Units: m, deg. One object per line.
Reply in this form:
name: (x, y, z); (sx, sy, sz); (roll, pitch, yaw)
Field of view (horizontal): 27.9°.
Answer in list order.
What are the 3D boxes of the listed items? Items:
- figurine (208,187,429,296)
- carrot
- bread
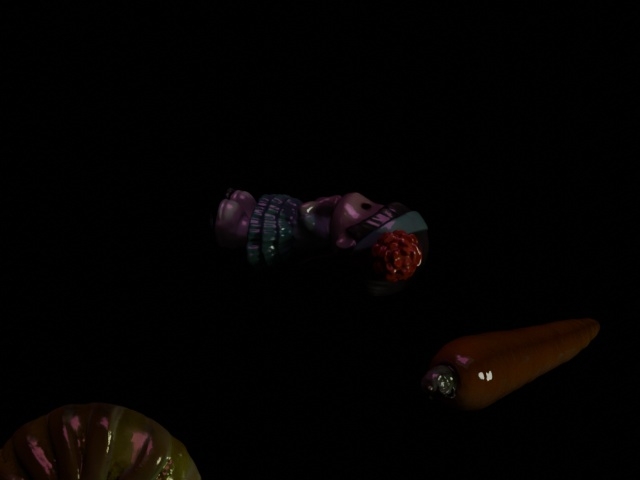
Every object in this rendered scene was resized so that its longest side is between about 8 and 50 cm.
figurine: (0.000, 0.000, 1.417); (0.245, 0.110, 0.138); (8, 22, 17)
carrot: (0.197, 0.114, 1.254); (0.069, 0.069, 0.336); (23, 19, 35)
bread: (-0.162, 0.164, 0.940); (0.157, 0.094, 0.083); (14, 16, -6)
